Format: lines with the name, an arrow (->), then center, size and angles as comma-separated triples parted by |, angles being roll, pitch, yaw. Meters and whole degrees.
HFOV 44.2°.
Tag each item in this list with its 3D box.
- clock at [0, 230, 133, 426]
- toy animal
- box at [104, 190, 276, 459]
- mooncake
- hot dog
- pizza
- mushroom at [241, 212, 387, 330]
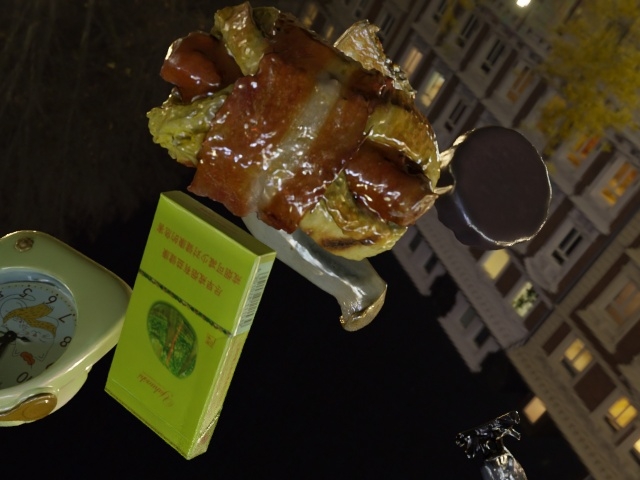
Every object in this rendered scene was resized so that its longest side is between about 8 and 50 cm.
clock -> -0.489, 0.160, 1.259 | 0.286, 0.117, 0.348 | 29, -124, 18
toy animal -> 0.338, 0.424, 1.413 | 0.117, 0.121, 0.210 | 76, 170, -83
box -> -0.191, 0.120, 1.102 | 0.187, 0.335, 0.047 | 31, -157, 25
mooncake -> 0.380, -0.115, 1.787 | 0.282, 0.141, 0.283 | 4, -99, -25
hot dog -> -0.015, -0.077, 0.543 | 0.213, 0.146, 0.103 | 27, 167, 6
pizza -> 0.101, -0.298, 1.460 | 0.198, 0.188, 0.062 | 33, -140, -7
mushroom -> 0.000, 0.000, 1.308 | 0.329, 0.159, 0.122 | 50, 180, -12
